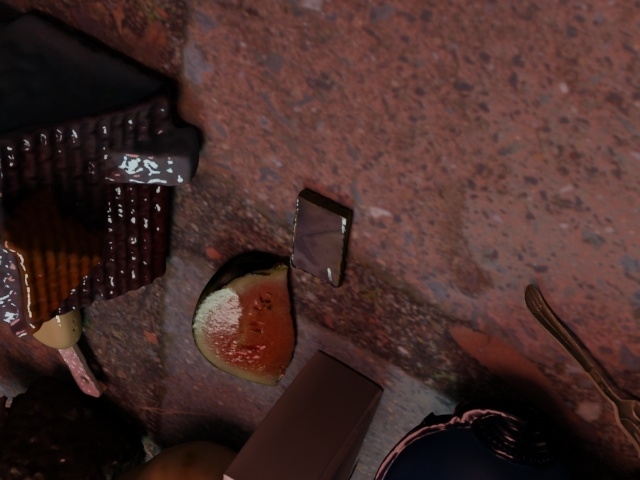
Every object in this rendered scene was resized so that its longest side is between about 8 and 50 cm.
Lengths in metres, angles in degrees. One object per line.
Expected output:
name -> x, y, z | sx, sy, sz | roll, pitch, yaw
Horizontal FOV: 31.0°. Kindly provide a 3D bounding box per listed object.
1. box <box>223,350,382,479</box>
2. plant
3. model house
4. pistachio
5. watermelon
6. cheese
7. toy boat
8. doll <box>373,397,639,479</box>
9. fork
box -> -0.034, 0.287, 1.371 | 0.106, 0.203, 0.251 | 31, 143, 12
plant -> -0.441, 0.319, 1.745 | 0.312, 0.213, 0.215 | 27, 146, 19
model house -> -0.306, -0.030, 1.258 | 0.339, 0.297, 0.360 | 4, 139, -5
pistachio -> -0.178, 0.392, 1.596 | 0.238, 0.229, 0.321 | 18, 163, -30
watermelon -> -0.086, 0.097, 1.349 | 0.119, 0.063, 0.245 | 16, 138, 8
cheese -> -0.369, 0.127, 1.614 | 0.127, 0.050, 0.255 | 10, 134, 33
toy boat -> 0.000, 0.000, 1.202 | 0.063, 0.016, 0.115 | 27, 141, 17
doll -> 0.196, 0.313, 1.192 | 0.310, 0.240, 0.284 | 28, 112, 17
fork -> 0.261, 0.124, 1.104 | 0.219, 0.034, 0.028 | 52, 168, -14
